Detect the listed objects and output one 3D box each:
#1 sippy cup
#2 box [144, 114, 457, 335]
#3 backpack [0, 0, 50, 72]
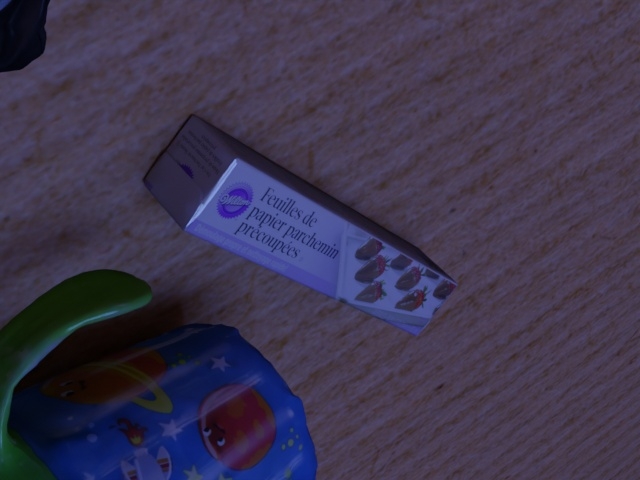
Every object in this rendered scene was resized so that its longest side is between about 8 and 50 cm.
[{"bbox_3d":[-0.131,0.178,0.739,0.224,0.240,0.305,-30,163,-35],"label":"sippy cup"},{"bbox_3d":[0.000,0.000,0.811,0.063,0.067,0.324,-53,142,8],"label":"box"},{"bbox_3d":[-0.224,-0.116,0.446,0.182,0.152,0.115,-13,136,-27],"label":"backpack"}]
